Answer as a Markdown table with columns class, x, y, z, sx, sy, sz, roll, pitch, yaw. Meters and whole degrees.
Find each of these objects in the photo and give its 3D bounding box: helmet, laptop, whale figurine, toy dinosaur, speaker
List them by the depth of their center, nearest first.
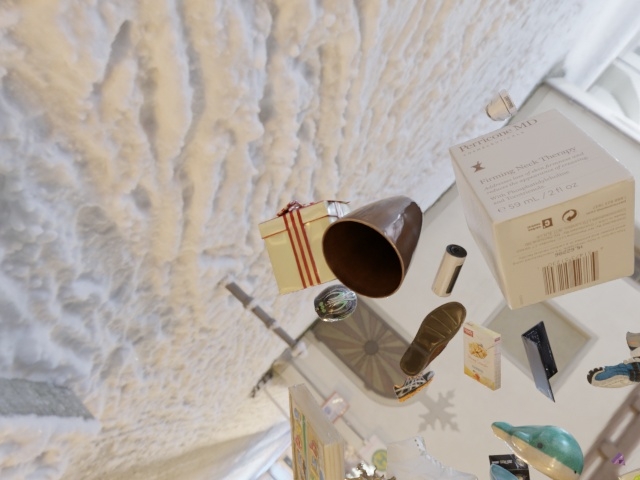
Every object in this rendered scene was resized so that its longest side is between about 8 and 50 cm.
| class | x | y | z | sx | sy | sz | roll | pitch | yaw |
| --- | --- | --- | --- | --- | --- | --- | --- | --- | --- |
| speaker | 0.321 | 0.076 | 1.242 | 0.055 | 0.055 | 0.136 | -34 | 145 | -43 |
| whale figurine | 0.648 | 0.602 | 1.481 | 0.141 | 0.216 | 0.272 | -58 | -154 | -8 |
| toy dinosaur | 0.141 | 0.749 | 1.559 | 0.053 | 0.183 | 0.092 | -64 | 142 | -55 |
| laptop | 0.909 | 0.475 | 1.985 | 0.264 | 0.234 | 0.137 | -18 | -177 | -36 |
| helmet | 0.071 | 0.262 | 2.108 | 0.162 | 0.169 | 0.169 | -27 | 175 | 25 |

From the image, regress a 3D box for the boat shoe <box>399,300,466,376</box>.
| class | x | y | z | sx | sy | sz | roll | pitch | yaw |
| --- | --- | --- | --- | --- | --- | --- | --- | --- | --- |
| boat shoe | 0.383 | 0.324 | 1.684 | 0.307 | 0.111 | 0.104 | -51 | 157 | 14 |

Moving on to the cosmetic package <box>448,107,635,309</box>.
| class | x | y | z | sx | sy | sz | roll | pitch | yaw |
| --- | --- | --- | --- | --- | --- | --- | --- | --- | --- |
| cosmetic package | 0.587 | -0.091 | 1.358 | 0.330 | 0.393 | 0.327 | -20 | 126 | 10 |

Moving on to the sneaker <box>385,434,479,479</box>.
| class | x | y | z | sx | sy | sz | roll | pitch | yaw |
| --- | --- | --- | --- | --- | --- | --- | --- | --- | --- |
| sneaker | 0.353 | 0.710 | 1.588 | 0.108 | 0.293 | 0.169 | 67 | 22 | -57 |

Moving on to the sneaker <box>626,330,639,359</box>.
| class | x | y | z | sx | sy | sz | roll | pitch | yaw |
| --- | --- | --- | --- | --- | --- | --- | --- | --- | --- |
| sneaker | 1.125 | 0.299 | 1.591 | 0.272 | 0.108 | 0.100 | -28 | 145 | 30 |

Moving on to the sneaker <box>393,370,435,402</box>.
| class | x | y | z | sx | sy | sz | roll | pitch | yaw |
| --- | --- | --- | --- | --- | --- | --- | --- | --- | --- |
| sneaker | 0.434 | 0.660 | 2.292 | 0.215 | 0.083 | 0.084 | -34 | 163 | -1 |

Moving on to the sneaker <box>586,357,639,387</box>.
| class | x | y | z | sx | sy | sz | roll | pitch | yaw |
| --- | --- | --- | --- | --- | --- | --- | --- | --- | --- |
| sneaker | 0.899 | 0.398 | 1.464 | 0.191 | 0.083 | 0.071 | -24 | -132 | 40 |

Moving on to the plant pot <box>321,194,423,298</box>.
| class | x | y | z | sx | sy | sz | roll | pitch | yaw |
| --- | --- | --- | --- | --- | --- | --- | --- | --- | --- |
| plant pot | 0.155 | -0.013 | 1.205 | 0.230 | 0.215 | 0.215 | -42 | 165 | -41 |

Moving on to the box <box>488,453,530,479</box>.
| class | x | y | z | sx | sy | sz | roll | pitch | yaw |
| --- | --- | --- | --- | --- | --- | --- | --- | --- | --- |
| box | 0.782 | 0.971 | 2.045 | 0.077 | 0.147 | 0.180 | -75 | 153 | -59 |

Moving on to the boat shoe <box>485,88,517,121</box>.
| class | x | y | z | sx | sy | sz | roll | pitch | yaw |
| --- | --- | --- | --- | --- | --- | --- | --- | --- | --- |
| boat shoe | 0.563 | -0.421 | 1.566 | 0.084 | 0.095 | 0.258 | -29 | 178 | 24 |

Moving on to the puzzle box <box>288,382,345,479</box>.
| class | x | y | z | sx | sy | sz | roll | pitch | yaw |
| --- | --- | --- | --- | --- | --- | --- | --- | --- | --- |
| puzzle box | -0.012 | 0.618 | 1.295 | 0.052 | 0.272 | 0.408 | -8 | 106 | -20 |

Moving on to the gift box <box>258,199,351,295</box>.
| class | x | y | z | sx | sy | sz | roll | pitch | yaw |
| --- | --- | --- | --- | --- | --- | --- | --- | --- | --- |
| gift box | 0.000 | 0.000 | 1.508 | 0.276 | 0.258 | 0.255 | -19 | 175 | 16 |

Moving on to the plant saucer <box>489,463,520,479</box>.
| class | x | y | z | sx | sy | sz | roll | pitch | yaw |
| --- | --- | --- | --- | --- | --- | --- | --- | --- | --- |
| plant saucer | 0.693 | 0.896 | 1.669 | 0.043 | 0.318 | 0.317 | -53 | 165 | 6 |

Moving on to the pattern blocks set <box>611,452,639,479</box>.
| class | x | y | z | sx | sy | sz | roll | pitch | yaw |
| --- | --- | --- | --- | --- | --- | --- | --- | --- | --- |
| pattern blocks set | 1.083 | 0.833 | 1.655 | 0.285 | 0.324 | 0.026 | -31 | -171 | 4 |

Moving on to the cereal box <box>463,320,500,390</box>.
| class | x | y | z | sx | sy | sz | roll | pitch | yaw |
| --- | --- | --- | --- | --- | --- | --- | --- | --- | --- |
| cereal box | 0.662 | 0.470 | 2.040 | 0.047 | 0.173 | 0.240 | -13 | 106 | -24 |
